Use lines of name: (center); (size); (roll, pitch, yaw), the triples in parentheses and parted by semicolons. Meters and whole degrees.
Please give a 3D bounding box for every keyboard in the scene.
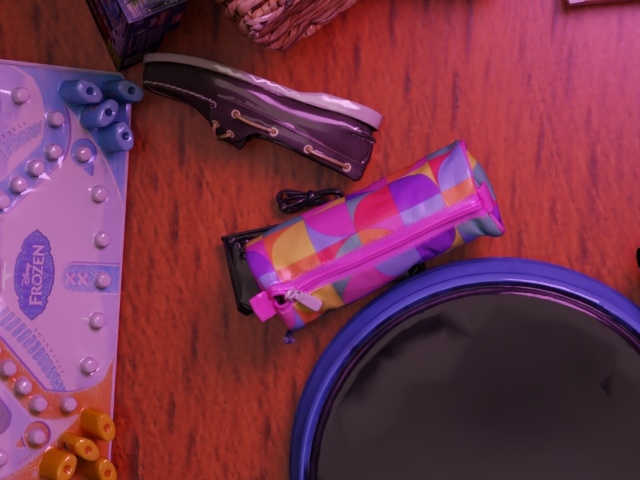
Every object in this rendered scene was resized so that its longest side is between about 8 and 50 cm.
keyboard: (0.000, 0.000, 1.636); (0.180, 0.023, 0.108); (-12, 95, 4)

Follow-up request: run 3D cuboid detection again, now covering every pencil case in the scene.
pencil case: (0.046, 0.000, 1.573); (0.236, 0.104, 0.104); (-28, 88, 5)

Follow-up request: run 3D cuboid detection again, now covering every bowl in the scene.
bowl: (0.163, 0.211, 1.587); (0.391, 0.077, 0.391); (0, 92, 4)

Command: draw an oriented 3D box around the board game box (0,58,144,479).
board game box: (-0.339, 0.029, 1.532); (0.390, 0.050, 0.390); (3, 91, -35)

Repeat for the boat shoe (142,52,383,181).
boat shoe: (-0.060, -0.115, 1.610); (0.227, 0.081, 0.069); (16, 87, 2)

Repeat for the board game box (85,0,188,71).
board game box: (-0.191, -0.268, 1.572); (0.060, 0.194, 0.194); (-24, 88, -12)

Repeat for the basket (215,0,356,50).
basket: (0.003, -0.331, 1.449); (0.299, 0.213, 0.223); (-39, 85, 10)

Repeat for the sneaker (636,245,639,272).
sneaker: (0.462, 0.071, 1.556); (0.236, 0.130, 0.323); (-38, 83, -5)

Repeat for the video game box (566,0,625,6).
video game box: (0.309, -0.322, 1.598); (0.187, 0.048, 0.205); (-4, 89, 3)
